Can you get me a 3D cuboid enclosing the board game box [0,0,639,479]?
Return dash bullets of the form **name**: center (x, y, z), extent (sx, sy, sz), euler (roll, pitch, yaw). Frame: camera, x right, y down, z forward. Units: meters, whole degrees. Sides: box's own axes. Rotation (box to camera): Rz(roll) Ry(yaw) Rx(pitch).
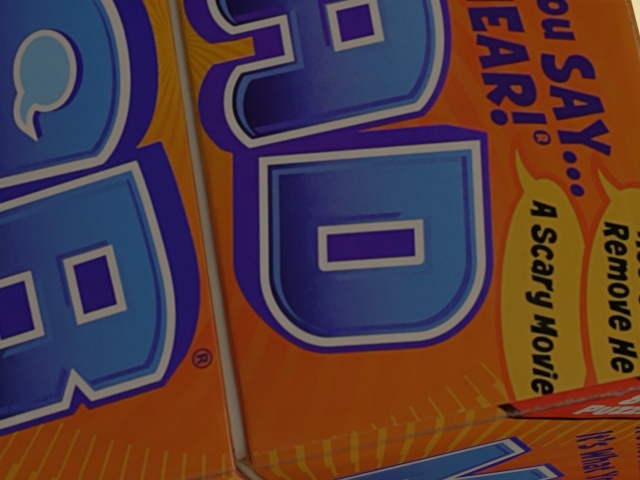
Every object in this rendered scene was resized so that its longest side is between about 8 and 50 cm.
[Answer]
- **board game box**: center (-0.025, -0.027, 0.917), extent (0.356, 0.356, 0.356), euler (57, 22, -69)
